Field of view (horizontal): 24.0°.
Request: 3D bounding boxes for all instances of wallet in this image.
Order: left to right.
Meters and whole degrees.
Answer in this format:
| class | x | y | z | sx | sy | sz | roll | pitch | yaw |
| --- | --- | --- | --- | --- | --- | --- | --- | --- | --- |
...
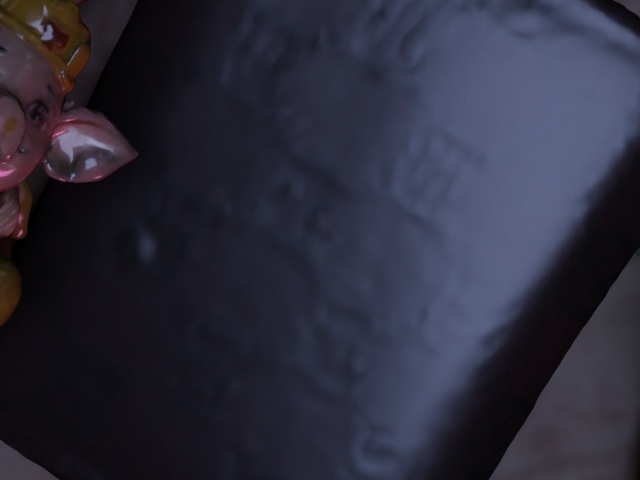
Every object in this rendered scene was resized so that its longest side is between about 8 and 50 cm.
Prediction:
| class | x | y | z | sx | sy | sz | roll | pitch | yaw |
| --- | --- | --- | --- | --- | --- | --- | --- | --- | --- |
| wallet | 0.000 | 0.000 | 0.490 | 0.182 | 0.049 | 0.229 | 30 | 96 | 2 |

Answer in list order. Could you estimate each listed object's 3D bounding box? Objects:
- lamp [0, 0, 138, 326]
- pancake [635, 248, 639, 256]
| class | x | y | z | sx | sy | sz | roll | pitch | yaw |
| --- | --- | --- | --- | --- | --- | --- | --- | --- | --- |
| lamp | -0.131 | -0.015 | 0.446 | 0.253 | 0.118 | 0.118 | -42 | 98 | 5 |
| pancake | 0.070 | -0.025 | 0.520 | 0.129 | 0.022 | 0.116 | -41 | 95 | -1 |
